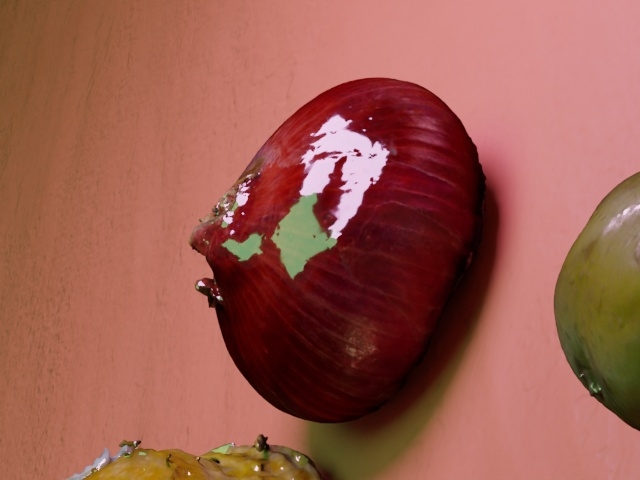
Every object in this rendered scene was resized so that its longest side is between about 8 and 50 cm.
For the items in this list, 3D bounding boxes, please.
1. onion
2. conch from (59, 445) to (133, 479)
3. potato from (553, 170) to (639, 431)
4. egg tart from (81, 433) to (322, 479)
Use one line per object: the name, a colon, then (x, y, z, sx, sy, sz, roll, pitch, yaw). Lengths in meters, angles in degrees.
onion: (0.011, 0.002, 1.260, 0.248, 0.161, 0.248, -21, 56, 35)
conch: (-0.201, 0.245, 1.504, 0.173, 0.106, 0.116, -44, -1, -2)
potato: (0.194, 0.021, 0.826, 0.155, 0.137, 0.200, -65, 20, -9)
egg tart: (-0.127, 0.233, 1.231, 0.294, 0.116, 0.295, -29, 30, 19)
